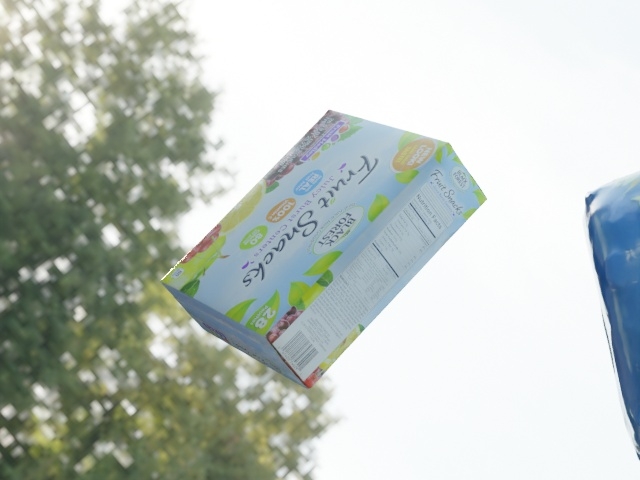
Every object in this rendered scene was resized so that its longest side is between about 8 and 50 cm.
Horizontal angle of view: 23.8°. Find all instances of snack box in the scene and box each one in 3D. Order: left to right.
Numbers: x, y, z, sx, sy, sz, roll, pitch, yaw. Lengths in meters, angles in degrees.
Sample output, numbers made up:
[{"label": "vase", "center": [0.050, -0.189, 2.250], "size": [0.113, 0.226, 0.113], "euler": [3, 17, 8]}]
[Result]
[{"label": "snack box", "center": [0.000, 0.000, 1.190], "size": [0.070, 0.207, 0.174], "euler": [51, -15, -31]}]

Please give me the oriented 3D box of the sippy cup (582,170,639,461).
[{"label": "sippy cup", "center": [0.273, 0.029, 0.869], "size": [0.240, 0.224, 0.305], "euler": [68, 14, -55]}]
